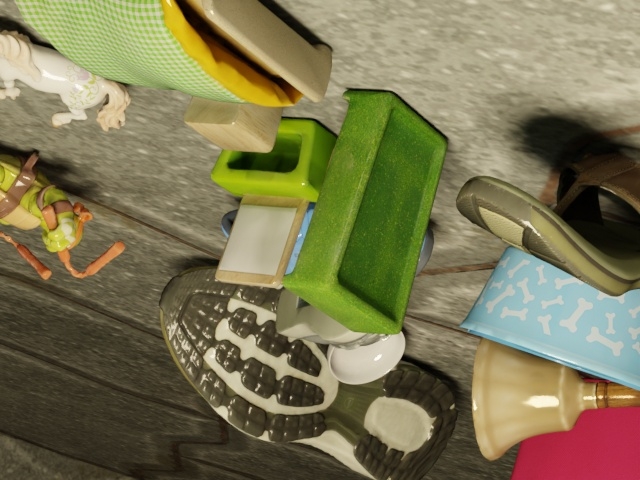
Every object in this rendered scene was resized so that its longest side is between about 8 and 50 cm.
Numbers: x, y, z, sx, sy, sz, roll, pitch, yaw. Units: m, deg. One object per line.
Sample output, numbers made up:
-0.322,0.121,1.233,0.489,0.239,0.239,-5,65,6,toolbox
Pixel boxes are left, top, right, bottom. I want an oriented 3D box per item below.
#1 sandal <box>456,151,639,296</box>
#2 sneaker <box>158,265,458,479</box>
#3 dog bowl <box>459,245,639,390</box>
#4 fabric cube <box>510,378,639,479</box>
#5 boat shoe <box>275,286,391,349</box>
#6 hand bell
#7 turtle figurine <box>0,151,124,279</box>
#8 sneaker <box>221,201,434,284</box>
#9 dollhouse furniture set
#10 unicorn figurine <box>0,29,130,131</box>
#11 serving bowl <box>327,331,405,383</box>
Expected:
0.202,-0.017,1.324,0.120,0.086,0.303,29,-166,40,sandal
-0.044,0.140,2.060,0.410,0.158,0.182,35,169,-39,sneaker
0.201,0.063,1.506,0.166,0.074,0.297,19,178,8,dog bowl
0.353,0.304,1.952,0.259,0.258,0.254,29,160,-36,fabric cube
0.029,0.063,1.825,0.081,0.079,0.227,13,172,-19,boat shoe
0.276,0.148,1.822,0.242,0.126,0.126,-1,159,21,hand bell
-0.286,-0.048,1.741,0.217,0.087,0.269,34,168,-26,turtle figurine
0.000,0.000,1.628,0.209,0.069,0.082,2,155,45,sneaker
-0.080,-0.065,1.323,0.197,0.151,0.301,5,161,38,dollhouse furniture set
-0.219,-0.127,1.462,0.162,0.060,0.111,5,168,-16,unicorn figurine
0.043,0.107,1.972,0.083,0.083,0.027,30,-160,-40,serving bowl
